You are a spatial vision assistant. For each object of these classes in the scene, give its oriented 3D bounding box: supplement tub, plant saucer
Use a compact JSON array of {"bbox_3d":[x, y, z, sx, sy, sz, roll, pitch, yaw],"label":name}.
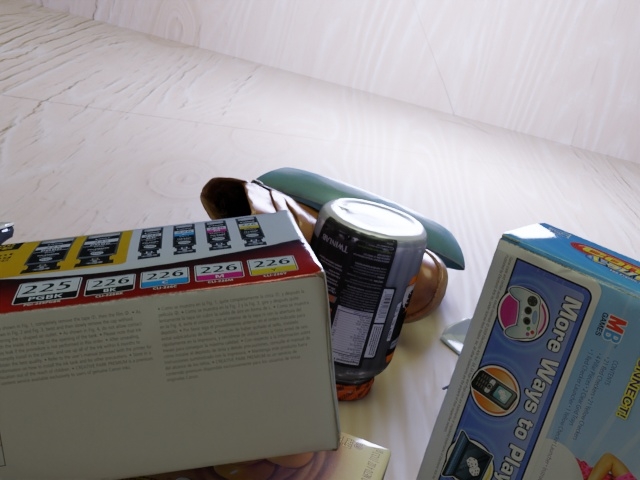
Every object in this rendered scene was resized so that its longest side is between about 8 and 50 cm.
[{"bbox_3d":[0.033,0.062,1.006,0.117,0.190,0.117,14,20,-5],"label":"supplement tub"},{"bbox_3d":[0.057,-0.035,1.339,0.318,0.043,0.317,21,-3,1],"label":"plant saucer"}]

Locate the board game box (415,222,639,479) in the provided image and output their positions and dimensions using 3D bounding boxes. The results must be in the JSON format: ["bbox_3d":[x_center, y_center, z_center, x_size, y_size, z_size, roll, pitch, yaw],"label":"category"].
[{"bbox_3d":[0.216,0.186,0.622,0.302,0.308,0.086,26,20,27],"label":"board game box"}]

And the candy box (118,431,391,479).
[{"bbox_3d":[-0.075,0.216,0.653,0.183,0.087,0.316,18,20,9],"label":"candy box"}]

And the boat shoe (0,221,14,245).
[{"bbox_3d":[-0.386,0.007,1.080,0.049,0.042,0.133,-7,13,16],"label":"boat shoe"}]

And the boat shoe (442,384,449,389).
[{"bbox_3d":[0.188,0.181,0.942,0.109,0.089,0.258,12,20,-10],"label":"boat shoe"}]

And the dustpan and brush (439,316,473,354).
[{"bbox_3d":[0.276,0.124,1.210,0.211,0.060,0.147,1,23,-35],"label":"dustpan and brush"}]

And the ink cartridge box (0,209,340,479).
[{"bbox_3d":[-0.162,0.066,0.729,0.310,0.130,0.272,-7,14,-8],"label":"ink cartridge box"}]

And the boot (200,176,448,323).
[{"bbox_3d":[0.000,0.000,1.173,0.220,0.109,0.283,29,0,-42],"label":"boot"}]
